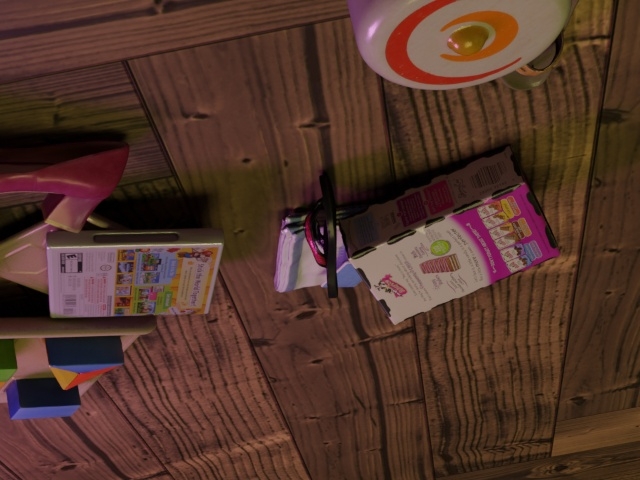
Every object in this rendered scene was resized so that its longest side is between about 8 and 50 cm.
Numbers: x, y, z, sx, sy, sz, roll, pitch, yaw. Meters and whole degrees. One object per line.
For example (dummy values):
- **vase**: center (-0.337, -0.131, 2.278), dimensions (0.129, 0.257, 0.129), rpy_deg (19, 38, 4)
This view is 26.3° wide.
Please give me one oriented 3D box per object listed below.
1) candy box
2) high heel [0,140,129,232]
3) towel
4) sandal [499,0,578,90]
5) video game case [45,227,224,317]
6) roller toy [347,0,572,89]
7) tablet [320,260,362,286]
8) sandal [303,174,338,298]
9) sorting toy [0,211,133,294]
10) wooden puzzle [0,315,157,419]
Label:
- **candy box**: center (0.161, -0.004, 1.696), dimensions (0.233, 0.071, 0.159), rpy_deg (-24, 137, 10)
- **high heel**: center (-0.322, -0.093, 1.436), dimensions (0.244, 0.082, 0.117), rpy_deg (24, 111, -31)
- **towel**: center (0.080, 0.009, 1.807), dimensions (0.285, 0.034, 0.209), rpy_deg (-5, 155, -9)
- **sandal**: center (0.224, -0.202, 1.404), dimensions (0.072, 0.049, 0.180), rpy_deg (-4, 154, -11)
- **video game case**: center (-0.231, 0.042, 1.687), dimensions (0.206, 0.026, 0.227), rpy_deg (-1, 155, -10)
- **roller toy**: center (0.120, -0.227, 1.204), dimensions (0.209, 0.146, 0.191), rpy_deg (-10, 155, -1)
- **tablet**: center (0.040, 0.044, 1.821), dimensions (0.054, 0.006, 0.083), rpy_deg (0, 156, -27)
- **sandal**: center (0.000, 0.000, 1.670), dimensions (0.040, 0.067, 0.179), rpy_deg (-1, 130, 2)
- **sorting toy**: center (-0.303, 0.014, 1.687), dimensions (0.208, 0.038, 0.193), rpy_deg (-19, 153, 28)
- **wooden puzzle**: center (-0.430, 0.188, 1.885), dimensions (0.322, 0.080, 0.348), rpy_deg (0, 158, -32)
